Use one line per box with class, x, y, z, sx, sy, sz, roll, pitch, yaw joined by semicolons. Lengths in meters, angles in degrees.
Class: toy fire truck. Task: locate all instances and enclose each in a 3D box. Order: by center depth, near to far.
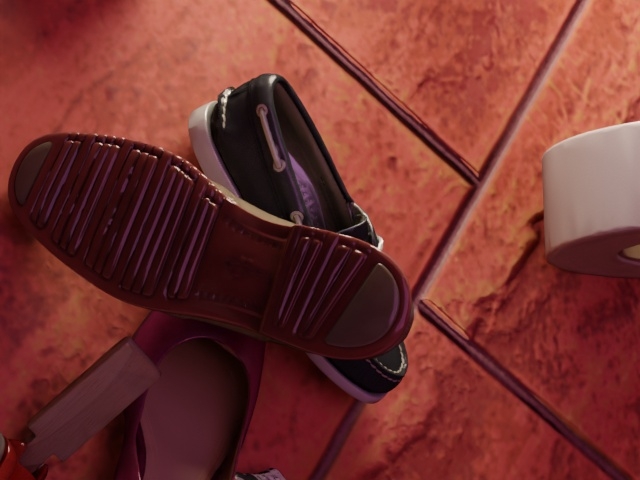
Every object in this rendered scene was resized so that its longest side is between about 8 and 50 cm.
toy fire truck;-0.248;0.145;1.421;0.217;0.158;0.246;68;32;-34

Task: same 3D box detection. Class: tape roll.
tape roll;0.347;-0.036;1.761;0.286;0.286;0.100;7;77;-31

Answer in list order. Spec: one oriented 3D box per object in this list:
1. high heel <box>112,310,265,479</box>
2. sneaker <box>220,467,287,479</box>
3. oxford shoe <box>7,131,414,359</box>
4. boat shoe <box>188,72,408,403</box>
high heel;-0.092;0.164;1.500;0.127;0.181;0.377;30;63;-24
sneaker;-0.052;0.208;1.616;0.083;0.032;0.037;28;53;-30
oxford shoe;-0.089;0.017;1.536;0.348;0.130;0.123;25;84;12
boat shoe;0.000;0.000;1.630;0.302;0.091;0.114;56;28;-13
